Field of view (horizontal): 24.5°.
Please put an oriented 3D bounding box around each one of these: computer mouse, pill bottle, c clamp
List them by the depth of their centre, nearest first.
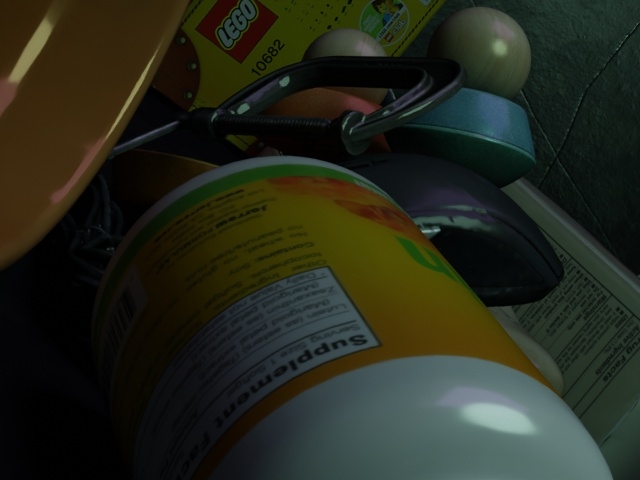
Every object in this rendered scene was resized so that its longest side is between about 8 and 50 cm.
[{"bbox_3d":[0.011,0.078,0.472,0.136,0.136,0.245,35,10,-29],"label":"pill bottle"},{"bbox_3d":[0.000,0.000,0.676,0.262,0.060,0.184,4,20,-9],"label":"computer mouse"},{"bbox_3d":[-0.010,-0.065,0.757,0.161,0.137,0.022,3,-62,39],"label":"c clamp"}]

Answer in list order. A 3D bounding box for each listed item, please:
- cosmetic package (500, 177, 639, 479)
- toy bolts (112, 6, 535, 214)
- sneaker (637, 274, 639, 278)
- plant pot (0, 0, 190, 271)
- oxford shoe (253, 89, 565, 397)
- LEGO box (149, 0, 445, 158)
[{"bbox_3d":[0.184,0.073,1.145,0.129,0.153,0.296,31,14,-39],"label":"cosmetic package"},{"bbox_3d":[0.014,-0.069,0.869,0.228,0.158,0.218,7,-10,42],"label":"toy bolts"},{"bbox_3d":[0.298,0.068,1.343,0.136,0.116,0.314,18,42,28],"label":"sneaker"},{"bbox_3d":[-0.163,-0.157,0.554,0.203,0.291,0.291,24,8,5],"label":"plant pot"},{"bbox_3d":[0.073,-0.008,1.098,0.140,0.146,0.397,32,12,-42],"label":"oxford shoe"},{"bbox_3d":[0.012,-0.353,1.411,0.193,0.500,0.372,35,10,-29],"label":"LEGO box"}]
